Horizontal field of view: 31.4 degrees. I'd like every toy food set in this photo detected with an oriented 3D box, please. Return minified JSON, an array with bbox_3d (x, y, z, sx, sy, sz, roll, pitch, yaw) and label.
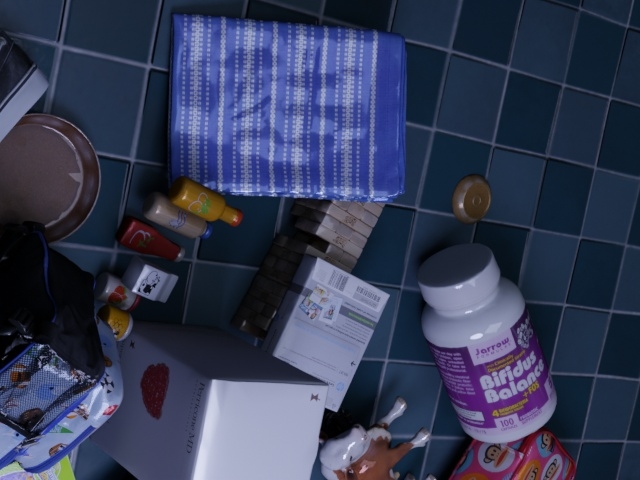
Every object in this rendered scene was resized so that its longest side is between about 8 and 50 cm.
[{"bbox_3d":[-0.208,0.029,1.504,0.104,0.111,0.232,27,91,-36],"label":"toy food set"}]

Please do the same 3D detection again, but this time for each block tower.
[{"bbox_3d":[0.000,0.000,1.648,0.091,0.097,0.335,31,84,-34],"label":"block tower"}]

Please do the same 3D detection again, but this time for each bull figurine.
[{"bbox_3d":[0.082,0.359,1.756,0.188,0.101,0.310,-30,135,-25],"label":"bull figurine"}]

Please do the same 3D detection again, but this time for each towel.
[{"bbox_3d":[-0.039,-0.177,1.550,0.336,0.040,0.243,1,91,-18],"label":"towel"}]

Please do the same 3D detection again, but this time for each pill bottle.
[{"bbox_3d":[0.259,0.161,1.813,0.169,0.169,0.301,-36,118,-23],"label":"pill bottle"}]

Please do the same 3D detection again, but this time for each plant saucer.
[{"bbox_3d":[0.250,-0.066,1.849,0.083,0.015,0.083,-8,105,-32],"label":"plant saucer"},{"bbox_3d":[-0.360,-0.077,1.429,0.168,0.029,0.168,-8,104,-33],"label":"plant saucer"}]

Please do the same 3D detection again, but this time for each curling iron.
[{"bbox_3d":[-0.048,0.246,1.706,0.274,0.035,0.068,32,85,-36],"label":"curling iron"}]

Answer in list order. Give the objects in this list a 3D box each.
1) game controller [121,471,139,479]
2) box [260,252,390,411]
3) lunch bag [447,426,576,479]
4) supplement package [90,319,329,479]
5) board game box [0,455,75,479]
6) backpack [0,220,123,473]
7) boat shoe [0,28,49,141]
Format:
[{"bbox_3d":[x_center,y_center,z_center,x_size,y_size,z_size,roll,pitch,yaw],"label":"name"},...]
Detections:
[{"bbox_3d":[-0.197,0.448,1.623,0.166,0.067,0.319,-50,124,-26],"label":"game controller"},{"bbox_3d":[0.001,0.131,1.598,0.145,0.038,0.186,27,83,-34],"label":"box"},{"bbox_3d":[0.308,0.455,1.935,0.293,0.120,0.258,-55,141,-11],"label":"lunch bag"},{"bbox_3d":[-0.151,0.224,1.475,0.175,0.293,0.177,9,95,-35],"label":"supplement package"},{"bbox_3d":[-0.410,0.443,1.483,0.233,0.078,0.347,-23,112,-28],"label":"board game box"},{"bbox_3d":[-0.374,0.152,1.342,0.263,0.276,0.213,-35,119,5],"label":"backpack"},{"bbox_3d":[-0.423,-0.128,1.279,0.105,0.113,0.306,55,48,-29],"label":"boat shoe"}]
